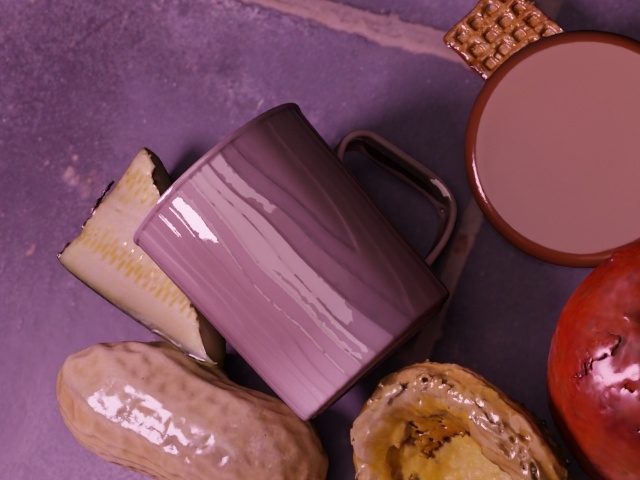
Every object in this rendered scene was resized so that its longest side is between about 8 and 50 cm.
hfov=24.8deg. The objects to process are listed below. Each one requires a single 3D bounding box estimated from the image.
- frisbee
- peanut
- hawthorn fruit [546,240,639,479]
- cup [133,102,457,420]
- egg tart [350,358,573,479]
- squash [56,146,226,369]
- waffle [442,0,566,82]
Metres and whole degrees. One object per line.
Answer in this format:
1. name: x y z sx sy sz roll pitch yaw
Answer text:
1. frisbee: 0.274 -0.096 1.510 0.251 0.021 0.251 0 89 9
2. peanut: -0.135 0.197 1.546 0.313 0.152 0.152 21 85 22
3. hawthorn fruit: 0.331 0.109 1.326 0.276 0.307 0.276 -11 61 20
4. cup: -0.011 0.012 1.511 0.273 0.288 0.208 49 124 7
5. egg tart: 0.153 0.246 1.412 0.288 0.118 0.288 16 113 43
6. squash: -0.144 0.027 1.599 0.252 0.093 0.169 31 82 31
7. waffle: 0.215 -0.204 1.571 0.102 0.042 0.148 -44 68 4
